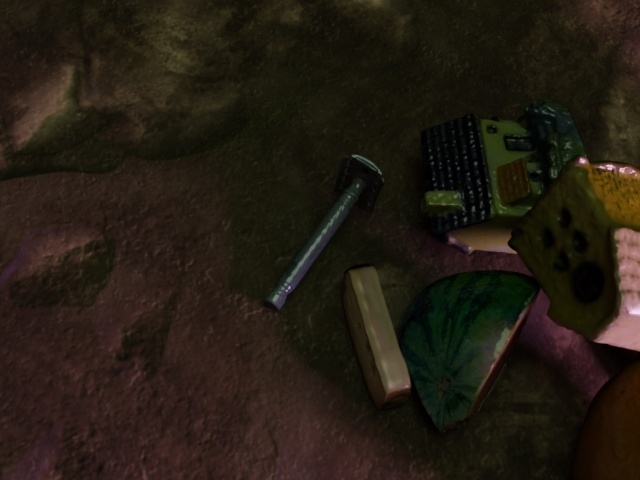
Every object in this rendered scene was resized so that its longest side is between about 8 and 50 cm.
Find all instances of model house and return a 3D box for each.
[{"bbox_3d":[0.240,-0.097,1.368,0.211,0.170,0.194,3,60,-12],"label":"model house"},{"bbox_3d":[0.382,0.035,1.198,0.193,0.175,0.234,11,36,-28],"label":"model house"}]

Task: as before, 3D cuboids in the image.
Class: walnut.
[{"bbox_3d":[0.408,0.258,1.174,0.203,0.203,0.298,10,63,-8],"label":"walnut"}]

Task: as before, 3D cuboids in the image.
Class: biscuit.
[{"bbox_3d":[0.072,0.121,1.257,0.052,0.056,0.188,-7,62,-19],"label":"biscuit"}]

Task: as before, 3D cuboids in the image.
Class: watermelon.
[{"bbox_3d":[0.175,0.113,1.256,0.146,0.128,0.231,28,49,18],"label":"watermelon"}]

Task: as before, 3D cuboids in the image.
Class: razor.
[{"bbox_3d":[0.000,0.000,1.309,0.068,0.106,0.232,32,68,8],"label":"razor"}]

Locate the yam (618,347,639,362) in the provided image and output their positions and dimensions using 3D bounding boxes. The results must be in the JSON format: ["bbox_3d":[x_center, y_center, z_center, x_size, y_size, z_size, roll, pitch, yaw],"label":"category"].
[{"bbox_3d":[0.424,0.115,1.344,0.066,0.066,0.300,-21,66,-25],"label":"yam"}]
